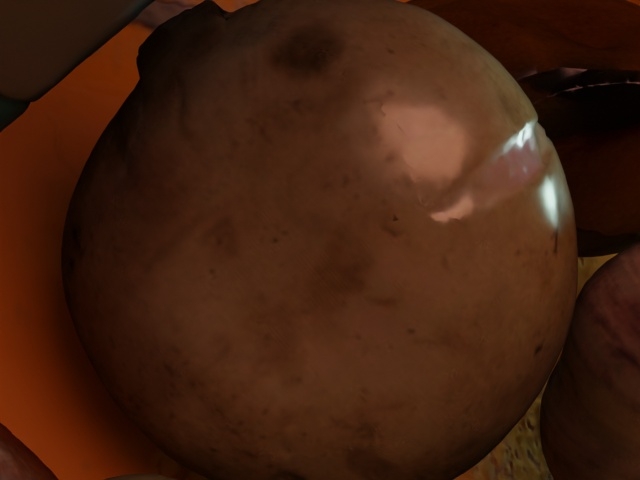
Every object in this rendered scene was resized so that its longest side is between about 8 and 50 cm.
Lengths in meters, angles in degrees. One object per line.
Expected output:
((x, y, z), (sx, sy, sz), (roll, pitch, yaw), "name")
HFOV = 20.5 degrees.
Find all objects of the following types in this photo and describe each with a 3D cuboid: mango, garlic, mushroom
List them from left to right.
((0.000, 0.000, 0.831), (0.255, 0.255, 0.184), (51, 18, 6), "mushroom")
((0.107, -0.070, 0.969), (0.236, 0.136, 0.166), (3, 29, -18), "mango")
((0.224, 0.062, 0.934), (0.245, 0.245, 0.253), (22, 19, -16), "garlic")

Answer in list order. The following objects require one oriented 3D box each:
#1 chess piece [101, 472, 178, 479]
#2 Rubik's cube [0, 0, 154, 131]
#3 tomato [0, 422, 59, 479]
((-0.010, 0.188, 0.766), (0.251, 0.144, 0.144), (27, 54, -7), "chess piece")
((-0.227, -0.261, 0.684), (0.347, 0.346, 0.344), (21, 45, -47), "Rubik's cube")
((-0.176, 0.150, 0.654), (0.309, 0.309, 0.170), (57, 28, 10), "tomato")
